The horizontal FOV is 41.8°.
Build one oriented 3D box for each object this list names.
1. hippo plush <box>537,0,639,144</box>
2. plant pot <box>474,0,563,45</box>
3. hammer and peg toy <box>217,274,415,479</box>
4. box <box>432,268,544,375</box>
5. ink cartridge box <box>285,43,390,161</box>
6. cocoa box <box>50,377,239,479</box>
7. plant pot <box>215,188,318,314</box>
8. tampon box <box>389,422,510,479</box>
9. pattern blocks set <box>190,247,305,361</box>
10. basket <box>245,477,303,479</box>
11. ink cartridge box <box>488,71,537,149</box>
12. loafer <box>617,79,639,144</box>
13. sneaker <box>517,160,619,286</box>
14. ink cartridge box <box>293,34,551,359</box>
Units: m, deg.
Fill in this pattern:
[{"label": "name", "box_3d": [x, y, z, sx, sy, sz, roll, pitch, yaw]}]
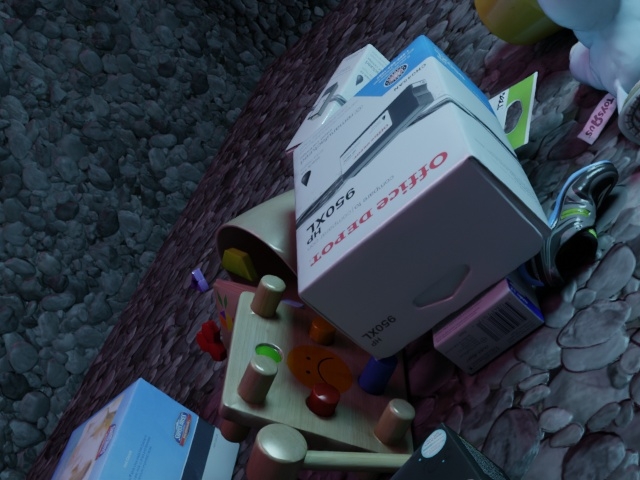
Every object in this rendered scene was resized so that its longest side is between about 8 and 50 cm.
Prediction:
[{"label": "hippo plush", "box_3d": [0.384, -0.322, 1.178, 0.294, 0.237, 0.234, -53, 20, -7]}, {"label": "plant pot", "box_3d": [0.392, -0.465, 1.450, 0.254, 0.254, 0.239, -60, 5, -23]}, {"label": "hammer and peg toy", "box_3d": [0.003, 0.211, 1.079, 0.361, 0.266, 0.127, -90, 22, -60]}, {"label": "box", "box_3d": [0.210, 0.081, 1.088, 0.126, 0.072, 0.137, -42, 22, 24]}, {"label": "ink cartridge box", "box_3d": [0.083, -0.233, 1.742, 0.115, 0.198, 0.272, -14, 41, 58]}, {"label": "cocoa box", "box_3d": [-0.314, 0.448, 1.353, 0.231, 0.228, 0.347, -39, 23, 30]}, {"label": "plant pot", "box_3d": [0.000, 0.000, 1.501, 0.274, 0.256, 0.256, -40, 13, -27]}, {"label": "tampon box", "box_3d": [0.140, 0.285, 0.832, 0.120, 0.101, 0.161, -49, 19, 5]}, {"label": "pattern blocks set", "box_3d": [-0.126, 0.147, 1.475, 0.026, 0.285, 0.325, -24, 36, -36]}, {"label": "basket", "box_3d": [-0.037, 0.376, 1.001, 0.204, 0.154, 0.227, -53, 16, -7]}, {"label": "ink cartridge box", "box_3d": [0.255, -0.123, 1.325, 0.255, 0.097, 0.188, -29, 28, 40]}, {"label": "loafer", "box_3d": [0.474, -0.213, 1.030, 0.251, 0.094, 0.087, -40, 10, 15]}, {"label": "sneaker", "box_3d": [0.323, -0.016, 1.049, 0.078, 0.067, 0.188, 22, 71, 48]}, {"label": "ink cartridge box", "box_3d": [0.115, -0.074, 1.164, 0.285, 0.166, 0.394, -40, 27, 21]}]
